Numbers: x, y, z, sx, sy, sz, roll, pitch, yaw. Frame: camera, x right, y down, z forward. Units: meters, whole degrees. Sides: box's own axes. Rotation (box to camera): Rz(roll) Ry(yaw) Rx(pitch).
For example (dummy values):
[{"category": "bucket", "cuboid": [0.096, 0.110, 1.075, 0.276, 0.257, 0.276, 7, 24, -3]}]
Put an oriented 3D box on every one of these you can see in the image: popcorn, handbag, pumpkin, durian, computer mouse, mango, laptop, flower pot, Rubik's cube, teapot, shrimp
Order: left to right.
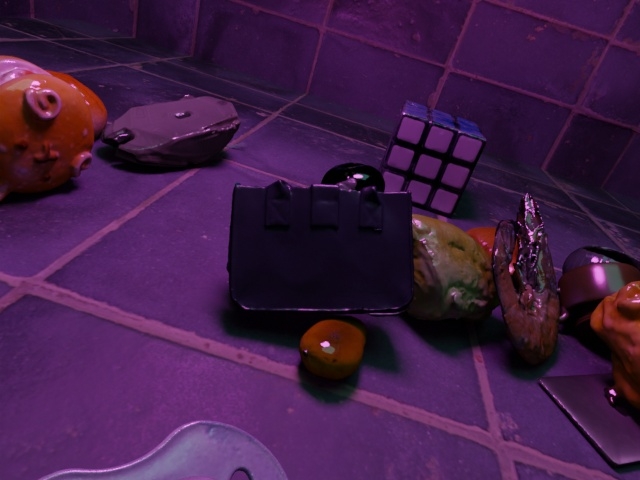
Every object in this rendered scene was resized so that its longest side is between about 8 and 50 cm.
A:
[{"category": "computer mouse", "cuboid": [-0.424, -0.313, 1.301, 0.228, 0.145, 0.429, 39, 45, 22]}, {"category": "handbag", "cuboid": [0.000, 0.000, 0.799, 0.326, 0.269, 0.118, 3, -8, -5]}, {"category": "mango", "cuboid": [0.028, 0.175, 0.732, 0.103, 0.076, 0.161, 24, 24, 21]}, {"category": "pumpkin", "cuboid": [0.098, -0.163, 1.324, 0.202, 0.140, 0.202, -3, 17, 1]}, {"category": "Rubik's cube", "cuboid": [0.389, -0.309, 1.589, 0.301, 0.303, 0.305, 19, 26, 4]}, {"category": "durian", "cuboid": [0.246, 0.066, 0.952, 0.340, 0.204, 0.255, 7, 49, -34]}, {"category": "shrimp", "cuboid": [0.447, 0.049, 0.971, 0.272, 0.085, 0.445, 41, 50, -28]}, {"category": "teapot", "cuboid": [0.663, 0.167, 1.031, 0.268, 0.185, 0.175, -1, 55, 15]}, {"category": "flower pot", "cuboid": [0.806, 0.114, 1.211, 0.243, 0.157, 0.189, 35, 33, 28]}, {"category": "laptop", "cuboid": [0.571, 0.329, 0.829, 0.269, 0.015, 0.187, 5, 30, -23]}, {"category": "popcorn", "cuboid": [0.665, 0.226, 0.809, 0.316, 0.281, 0.297, 47, 17, -20]}]

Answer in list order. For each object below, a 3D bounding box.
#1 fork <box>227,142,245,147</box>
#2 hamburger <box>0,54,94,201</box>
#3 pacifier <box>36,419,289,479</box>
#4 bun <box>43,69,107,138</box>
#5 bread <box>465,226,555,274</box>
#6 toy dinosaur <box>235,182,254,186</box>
[{"category": "fork", "cuboid": [-0.377, -0.349, 1.519, 0.235, 0.021, 0.039, 6, 25, -18]}, {"category": "hamburger", "cuboid": [-0.624, -0.216, 0.893, 0.186, 0.261, 0.303, 32, 48, 17]}, {"category": "pacifier", "cuboid": [-0.119, 0.261, 0.337, 0.287, 0.225, 0.238, -5, 54, -35]}, {"category": "bun", "cuboid": [-0.764, -0.390, 1.213, 0.299, 0.164, 0.299, 14, 26, -7]}, {"category": "bread", "cuboid": [0.501, 0.056, 1.179, 0.174, 0.121, 0.245, 8, 33, -20]}, {"category": "toy dinosaur", "cuboid": [-0.179, -0.123, 1.188, 0.132, 0.059, 0.096, 31, 21, 7]}]
